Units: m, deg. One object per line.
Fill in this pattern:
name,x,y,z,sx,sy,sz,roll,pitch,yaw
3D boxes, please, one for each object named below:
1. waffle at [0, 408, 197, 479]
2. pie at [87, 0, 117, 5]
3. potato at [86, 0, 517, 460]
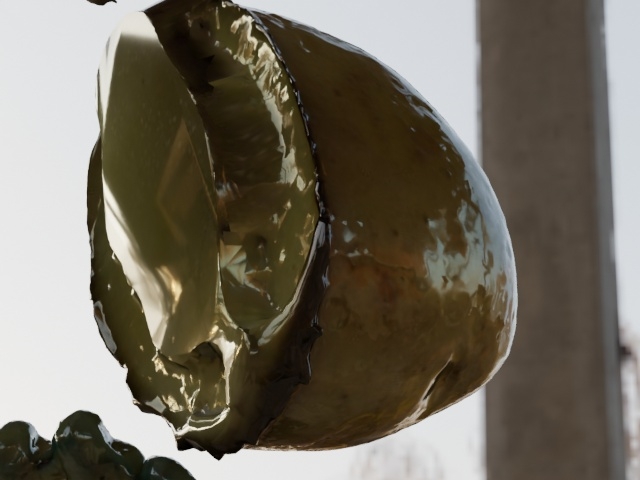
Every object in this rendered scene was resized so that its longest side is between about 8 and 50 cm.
waffle,-0.112,0.234,1.109,0.309,0.056,0.292,34,-56,-5
pie,-0.097,-0.206,0.767,0.128,0.068,0.282,31,-28,11
potato,0.000,0.000,1.102,0.242,0.285,0.242,-17,-48,-20
